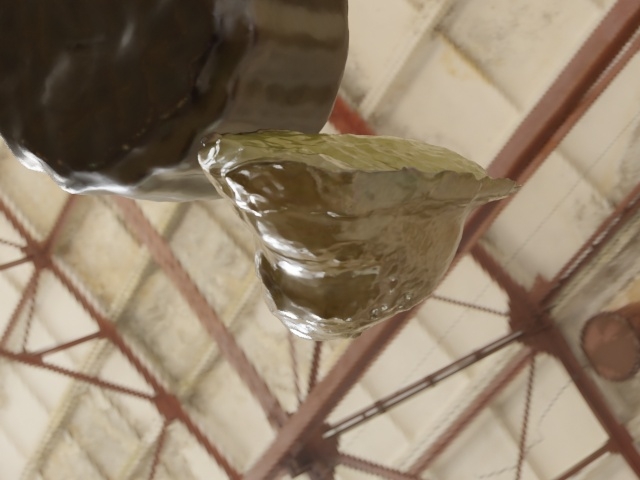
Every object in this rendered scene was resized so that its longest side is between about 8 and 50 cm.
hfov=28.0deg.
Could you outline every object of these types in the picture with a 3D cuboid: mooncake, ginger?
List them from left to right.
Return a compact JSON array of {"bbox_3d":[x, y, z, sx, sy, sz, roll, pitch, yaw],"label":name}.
[{"bbox_3d":[-0.130,-0.172,0.960,0.290,0.161,0.290,0,-90,31],"label":"mooncake"},{"bbox_3d":[-0.001,-0.002,0.640,0.115,0.193,0.123,32,-75,33],"label":"ginger"}]
